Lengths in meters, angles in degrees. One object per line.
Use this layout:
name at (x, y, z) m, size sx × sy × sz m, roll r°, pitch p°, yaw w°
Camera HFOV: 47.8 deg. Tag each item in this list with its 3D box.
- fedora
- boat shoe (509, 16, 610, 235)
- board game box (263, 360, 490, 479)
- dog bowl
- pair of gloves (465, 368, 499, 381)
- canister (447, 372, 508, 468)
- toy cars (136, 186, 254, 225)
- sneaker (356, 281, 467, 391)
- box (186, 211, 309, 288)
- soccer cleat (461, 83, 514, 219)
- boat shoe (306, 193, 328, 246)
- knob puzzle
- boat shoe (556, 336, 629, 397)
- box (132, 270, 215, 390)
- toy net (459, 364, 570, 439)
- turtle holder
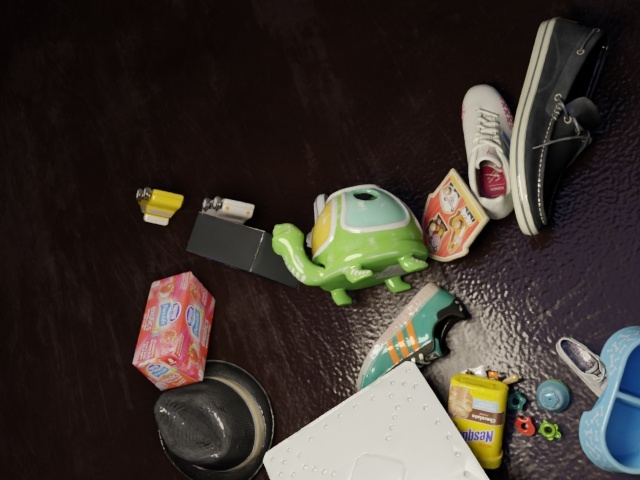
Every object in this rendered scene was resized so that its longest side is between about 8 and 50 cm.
fedora at (-0.282, 0.439, 1.733) m, size 0.333 × 0.152 × 0.334 m, roll -5°, pitch 76°, yaw 21°
boat shoe at (0.515, -0.251, 1.553) m, size 0.156 × 0.187 × 0.500 m, roll 9°, pitch 76°, yaw 30°
board game box at (0.117, 0.494, 1.445) m, size 0.390 × 0.050 × 0.390 m, roll -33°, pitch 48°, yaw 1°
dog bowl at (0.617, 0.313, 1.401) m, size 0.165 × 0.074 × 0.297 m, roll 20°, pitch 86°, yaw -1°
pair of gloves at (0.343, 0.311, 1.538) m, size 0.083 × 0.010 × 0.074 m, roll -3°, pitch 95°, yaw 27°
canister at (0.324, 0.374, 1.510) m, size 0.126 × 0.073 × 0.170 m, roll 9°, pitch 103°, yaw 24°
toy cars at (-0.333, -0.073, 1.863) m, size 0.393 × 0.176 × 0.087 m, roll 8°, pitch 86°, yaw 24°
sneaker at (0.203, 0.242, 1.604) m, size 0.121 × 0.108 × 0.302 m, roll 38°, pitch 92°, yaw 29°
box at (-0.166, 0.028, 1.721) m, size 0.184 × 0.261 × 0.103 m, roll 13°, pitch 83°, yaw 25°
soccer cleat at (0.381, -0.214, 1.617) m, size 0.116 × 0.143 × 0.331 m, roll -11°, pitch 74°, yaw 18°
boat shoe at (0.000, 0.000, 1.757) m, size 0.075 × 0.083 × 0.226 m, roll -13°, pitch 74°, yaw 18°
knob puzzle at (0.279, -0.038, 1.630) m, size 0.213 × 0.030 × 0.213 m, roll -16°, pitch 71°, yaw 56°
boat shoe at (0.560, 0.264, 1.476) m, size 0.066 × 0.063 × 0.184 m, roll -43°, pitch 66°, yaw 8°
box at (-0.353, 0.219, 1.771) m, size 0.122 × 0.128 × 0.257 m, roll -17°, pitch 42°, yaw 19°
toy net at (0.405, 0.336, 1.539) m, size 0.232 × 0.045 × 0.122 m, roll 12°, pitch 98°, yaw 27°
turtle holder at (0.071, 0.011, 1.630) m, size 0.320 × 0.243 × 0.228 m, roll -18°, pitch 71°, yaw 8°
